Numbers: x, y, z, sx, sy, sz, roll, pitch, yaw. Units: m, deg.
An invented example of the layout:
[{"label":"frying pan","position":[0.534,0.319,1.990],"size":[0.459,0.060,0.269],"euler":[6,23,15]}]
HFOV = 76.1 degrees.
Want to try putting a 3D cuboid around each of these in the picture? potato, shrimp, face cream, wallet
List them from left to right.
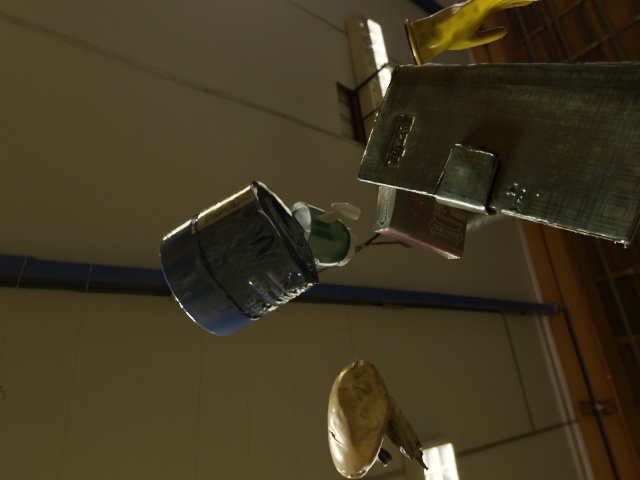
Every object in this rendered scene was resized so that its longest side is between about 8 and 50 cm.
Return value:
[{"label":"face cream","position":[-0.152,0.032,0.822],"size":[0.249,0.225,0.249],"euler":[56,-170,-15]},{"label":"potato","position":[0.079,0.361,0.820],"size":[0.161,0.128,0.234],"euler":[36,-116,-65]},{"label":"shrimp","position":[0.156,0.484,1.010],"size":[0.145,0.059,0.254],"euler":[-31,-96,-2]},{"label":"wallet","position":[0.185,-0.115,0.450],"size":[0.044,0.317,0.169],"euler":[14,-83,-47]}]

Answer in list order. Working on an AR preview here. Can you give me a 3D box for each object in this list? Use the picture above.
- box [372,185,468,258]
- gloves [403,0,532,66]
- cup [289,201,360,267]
[{"label":"box","position":[0.228,-0.043,0.918],"size":[0.224,0.069,0.120],"euler":[21,-106,-27]},{"label":"gloves","position":[0.343,-0.490,0.905],"size":[0.116,0.294,0.133],"euler":[68,-157,-18]},{"label":"cup","position":[0.000,0.000,1.093],"size":[0.173,0.300,0.167],"euler":[18,-131,-33]}]
